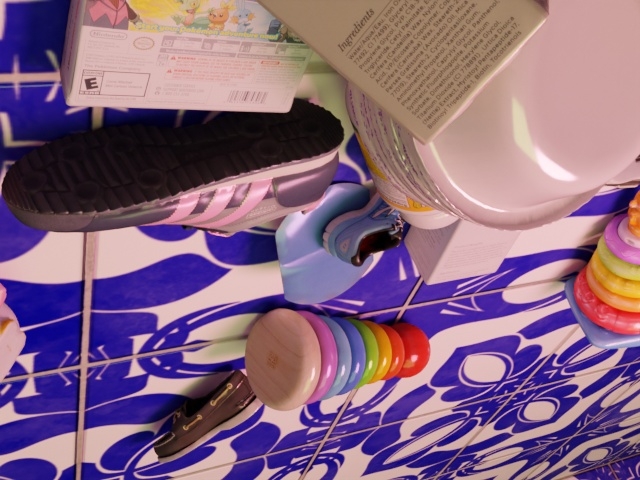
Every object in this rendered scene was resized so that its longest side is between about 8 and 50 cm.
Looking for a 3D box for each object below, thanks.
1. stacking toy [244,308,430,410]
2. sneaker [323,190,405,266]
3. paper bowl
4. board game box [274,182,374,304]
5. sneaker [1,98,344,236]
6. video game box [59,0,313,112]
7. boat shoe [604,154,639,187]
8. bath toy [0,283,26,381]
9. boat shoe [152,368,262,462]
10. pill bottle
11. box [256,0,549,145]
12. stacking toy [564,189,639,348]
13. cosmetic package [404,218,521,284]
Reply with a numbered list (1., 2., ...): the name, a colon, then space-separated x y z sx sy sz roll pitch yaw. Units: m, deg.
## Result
1. stacking toy: 0.052 0.173 1.166 0.330 0.141 0.141 5 138 -44
2. sneaker: 0.085 -0.019 0.923 0.162 0.073 0.063 -36 134 -11
3. paper bowl: 0.174 -0.146 0.629 0.284 0.148 0.285 -11 111 -29
4. board game box: 0.000 0.000 0.950 0.133 0.033 0.169 -24 130 -21
5. sneaker: -0.130 -0.041 0.742 0.318 0.112 0.131 -11 143 -18
6. video game box: -0.092 -0.187 0.614 0.205 0.048 0.187 -3 145 -30
7. boat shoe: 0.423 -0.111 1.047 0.219 0.078 0.070 -6 178 -32
8. bath toy: -0.346 0.016 0.676 0.128 0.151 0.348 21 144 3
9. boat shoe: -0.187 0.276 1.215 0.227 0.069 0.081 -34 -173 23
10. pill bottle: 0.103 -0.098 0.804 0.117 0.118 0.208 -25 148 2
11. box: 0.003 -0.194 0.470 0.275 0.094 0.113 41 121 -7
12. stacking toy: 0.503 0.020 1.232 0.175 0.166 0.302 -10 136 0
13. cosmetic package: 0.200 -0.047 0.976 0.117 0.086 0.231 -9 143 -23
